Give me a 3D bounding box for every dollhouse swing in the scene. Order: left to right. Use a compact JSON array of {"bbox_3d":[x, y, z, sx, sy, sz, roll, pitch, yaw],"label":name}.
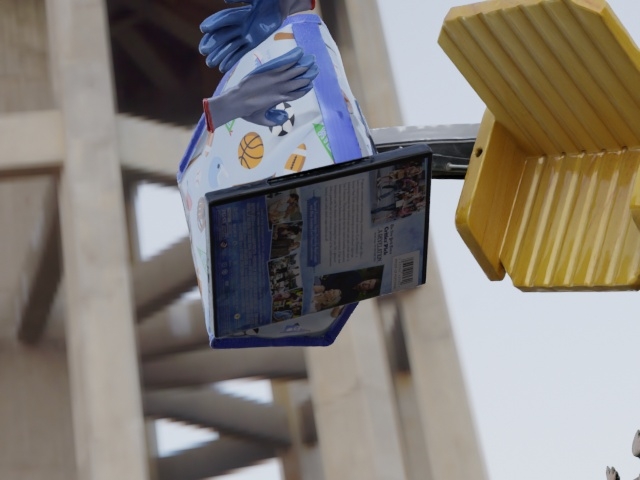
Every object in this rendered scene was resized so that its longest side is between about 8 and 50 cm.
[{"bbox_3d":[0.309,-0.131,2.197,0.347,0.315,0.305,-2,-26,47],"label":"dollhouse swing"}]

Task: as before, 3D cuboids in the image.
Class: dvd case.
[{"bbox_3d":[0.000,0.000,1.678,0.253,0.022,0.180,-14,-52,-18],"label":"dvd case"}]

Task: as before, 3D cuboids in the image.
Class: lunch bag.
[{"bbox_3d":[-0.034,-0.077,2.218,0.239,0.327,0.385,-2,-35,-23],"label":"lunch bag"}]

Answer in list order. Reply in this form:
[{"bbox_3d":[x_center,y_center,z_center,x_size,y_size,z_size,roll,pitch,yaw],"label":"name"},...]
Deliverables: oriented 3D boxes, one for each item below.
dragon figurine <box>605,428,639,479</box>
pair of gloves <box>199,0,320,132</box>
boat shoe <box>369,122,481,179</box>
[{"bbox_3d":[0.427,0.300,1.904,0.144,0.085,0.289,9,-48,-15],"label":"dragon figurine"},{"bbox_3d":[-0.064,-0.198,1.719,0.159,0.023,0.198,-28,-42,-27],"label":"pair of gloves"},{"bbox_3d":[0.127,-0.119,2.472,0.306,0.105,0.113,-4,-6,-13],"label":"boat shoe"}]
